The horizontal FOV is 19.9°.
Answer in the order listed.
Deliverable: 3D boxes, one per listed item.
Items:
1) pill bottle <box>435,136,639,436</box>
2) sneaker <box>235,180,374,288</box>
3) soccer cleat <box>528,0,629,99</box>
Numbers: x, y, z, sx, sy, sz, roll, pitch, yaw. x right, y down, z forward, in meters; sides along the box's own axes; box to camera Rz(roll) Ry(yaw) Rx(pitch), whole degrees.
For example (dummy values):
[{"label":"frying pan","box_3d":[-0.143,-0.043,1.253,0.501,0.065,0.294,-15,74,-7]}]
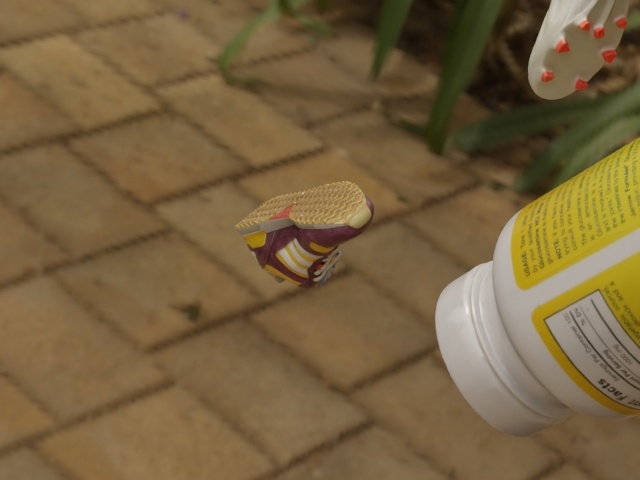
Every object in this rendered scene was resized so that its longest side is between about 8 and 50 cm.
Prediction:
[{"label":"pill bottle","box_3d":[0.256,0.022,1.389,0.188,0.334,0.188,31,42,-33]},{"label":"sneaker","box_3d":[0.000,0.000,1.667,0.069,0.084,0.185,-40,19,-27]},{"label":"soccer cleat","box_3d":[0.223,-0.208,1.502,0.068,0.196,0.076,10,30,-27]}]
